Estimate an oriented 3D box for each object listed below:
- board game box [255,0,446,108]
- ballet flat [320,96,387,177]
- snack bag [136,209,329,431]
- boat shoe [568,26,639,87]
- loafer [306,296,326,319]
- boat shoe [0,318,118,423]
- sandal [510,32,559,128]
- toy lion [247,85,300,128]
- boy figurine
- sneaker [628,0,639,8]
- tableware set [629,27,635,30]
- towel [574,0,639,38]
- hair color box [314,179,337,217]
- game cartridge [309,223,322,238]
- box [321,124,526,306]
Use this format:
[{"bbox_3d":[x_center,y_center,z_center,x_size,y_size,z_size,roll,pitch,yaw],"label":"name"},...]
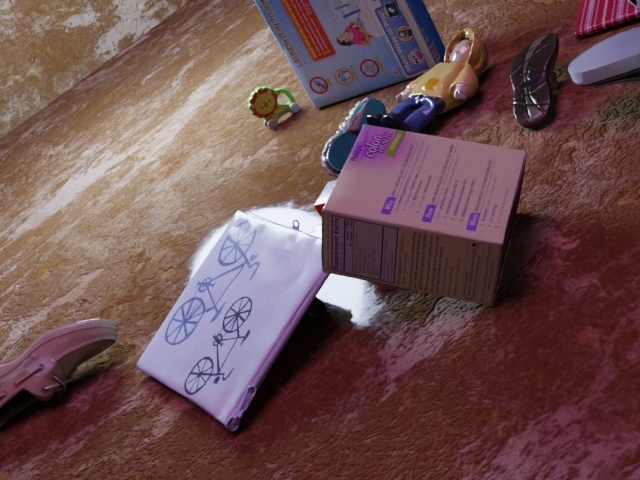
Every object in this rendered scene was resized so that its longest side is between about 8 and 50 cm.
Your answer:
[{"bbox_3d":[0.057,-0.456,2.050,0.302,0.308,0.086,-13,32,30],"label":"board game box"},{"bbox_3d":[0.060,-0.178,1.864,0.077,0.091,0.241,-48,5,47],"label":"ballet flat"},{"bbox_3d":[-0.123,0.106,1.531,0.343,0.037,0.323,16,70,56],"label":"snack bag"},{"bbox_3d":[0.535,-0.277,1.498,0.306,0.104,0.113,-21,25,8],"label":"boat shoe"},{"bbox_3d":[-0.046,0.098,1.536,0.061,0.062,0.170,-56,27,-5],"label":"loafer"},{"bbox_3d":[-0.473,0.231,1.712,0.302,0.109,0.098,-27,67,8],"label":"boat shoe"},{"bbox_3d":[0.376,-0.266,1.698,0.090,0.060,0.219,-21,43,31],"label":"sandal"},{"bbox_3d":[-0.108,-0.303,2.195,0.100,0.096,0.034,-36,28,-10],"label":"toy lion"},{"bbox_3d":[0.222,-0.284,1.841,0.285,0.092,0.177,-45,28,-17],"label":"boy figurine"},{"bbox_3d":[0.628,-0.458,1.616,0.323,0.130,0.236,-15,18,6],"label":"sneaker"},{"bbox_3d":[0.564,-0.325,1.617,0.194,0.039,0.128,-37,33,-2],"label":"tableware set"},{"bbox_3d":[0.605,-0.462,1.806,0.275,0.031,0.198,-15,34,33],"label":"towel"},{"bbox_3d":[0.066,-0.078,1.712,0.141,0.043,0.072,-11,34,36],"label":"hair color box"},{"bbox_3d":[0.000,0.000,1.682,0.056,0.017,0.083,-12,33,27],"label":"game cartridge"},{"bbox_3d":[0.146,-0.041,1.387,0.243,0.117,0.213,11,42,12],"label":"box"}]
